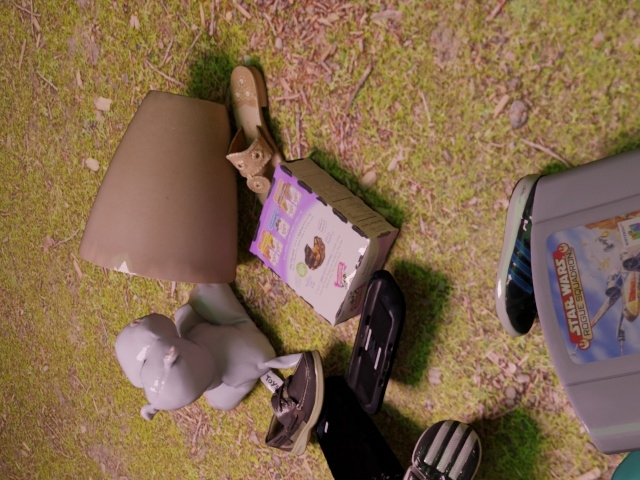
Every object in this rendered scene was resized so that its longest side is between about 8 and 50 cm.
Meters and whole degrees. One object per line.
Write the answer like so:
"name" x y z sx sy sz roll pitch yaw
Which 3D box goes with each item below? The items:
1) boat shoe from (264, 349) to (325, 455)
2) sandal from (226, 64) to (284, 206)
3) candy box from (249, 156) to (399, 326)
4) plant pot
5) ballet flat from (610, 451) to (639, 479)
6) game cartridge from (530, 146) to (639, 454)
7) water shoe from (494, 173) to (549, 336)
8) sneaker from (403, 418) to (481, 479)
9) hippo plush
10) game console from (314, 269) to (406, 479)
"boat shoe" -0.044 0.264 1.207 0.080 0.073 0.224 -104 21 -49
"sandal" -0.118 -0.149 1.179 0.088 0.079 0.240 -4 100 44
"candy box" 0.000 0.000 1.121 0.196 0.070 0.165 41 127 28
"plant pot" -0.238 -0.094 1.220 0.256 0.256 0.274 15 97 39
"ballet flat" 0.444 0.198 0.757 0.124 0.116 0.342 36 123 6
"game cartridge" 0.310 0.046 0.732 0.198 0.062 0.297 -15 60 21
"water shoe" 0.257 0.026 0.887 0.080 0.073 0.203 14 113 37
"sneaker" 0.144 0.367 1.023 0.106 0.162 0.281 33 95 21
"hippo plush" -0.214 0.222 1.273 0.294 0.236 0.234 39 126 28
"game console" 0.071 0.222 1.088 0.213 0.043 0.362 -129 43 -52
